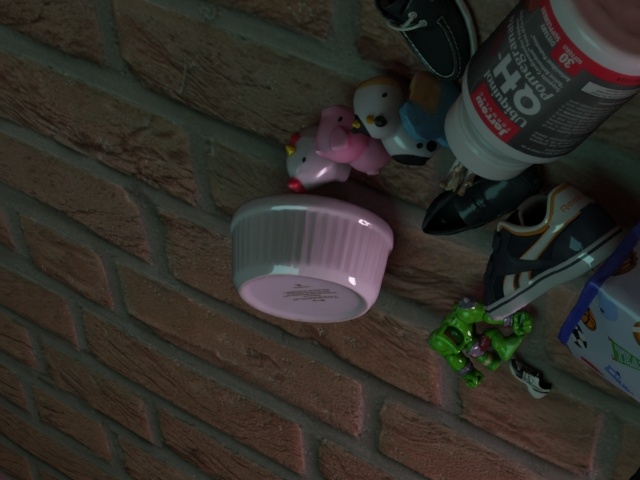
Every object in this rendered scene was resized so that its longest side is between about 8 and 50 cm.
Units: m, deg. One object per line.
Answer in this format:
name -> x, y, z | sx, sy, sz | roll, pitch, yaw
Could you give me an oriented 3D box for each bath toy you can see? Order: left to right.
bath toy -> 0.058, -0.149, 1.832 | 0.348, 0.129, 0.151 | -17, 114, 52

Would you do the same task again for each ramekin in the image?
ramekin -> -0.020, 0.037, 1.993 | 0.272, 0.127, 0.273 | 6, 156, 3

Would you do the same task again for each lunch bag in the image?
lunch bag -> 0.487, 0.140, 1.580 | 0.328, 0.239, 0.385 | 41, 162, 16

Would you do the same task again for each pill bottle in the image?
pill bottle -> 0.281, -0.203, 1.513 | 0.176, 0.176, 0.318 | 43, 145, 1

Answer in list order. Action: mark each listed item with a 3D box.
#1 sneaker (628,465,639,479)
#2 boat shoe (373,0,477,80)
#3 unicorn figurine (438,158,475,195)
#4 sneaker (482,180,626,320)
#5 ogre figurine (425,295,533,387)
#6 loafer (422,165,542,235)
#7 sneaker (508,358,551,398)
sneaker -> 0.531, 0.285, 1.854 | 0.124, 0.107, 0.283 | 47, 139, 11
boat shoe -> 0.107, -0.329, 1.628 | 0.114, 0.091, 0.303 | -8, 120, 48
unicorn figurine -> 0.224, -0.120, 1.734 | 0.060, 0.111, 0.162 | 42, 161, -19
sneaker -> 0.306, 0.011, 1.758 | 0.127, 0.126, 0.321 | 54, 151, 5
ogre figurine -> 0.248, 0.153, 1.985 | 0.118, 0.097, 0.197 | 32, 156, -3
loafer -> 0.231, -0.054, 1.800 | 0.076, 0.078, 0.223 | 52, 144, -11
sneaker -> 0.342, 0.219, 2.019 | 0.083, 0.032, 0.037 | 45, 131, -10
